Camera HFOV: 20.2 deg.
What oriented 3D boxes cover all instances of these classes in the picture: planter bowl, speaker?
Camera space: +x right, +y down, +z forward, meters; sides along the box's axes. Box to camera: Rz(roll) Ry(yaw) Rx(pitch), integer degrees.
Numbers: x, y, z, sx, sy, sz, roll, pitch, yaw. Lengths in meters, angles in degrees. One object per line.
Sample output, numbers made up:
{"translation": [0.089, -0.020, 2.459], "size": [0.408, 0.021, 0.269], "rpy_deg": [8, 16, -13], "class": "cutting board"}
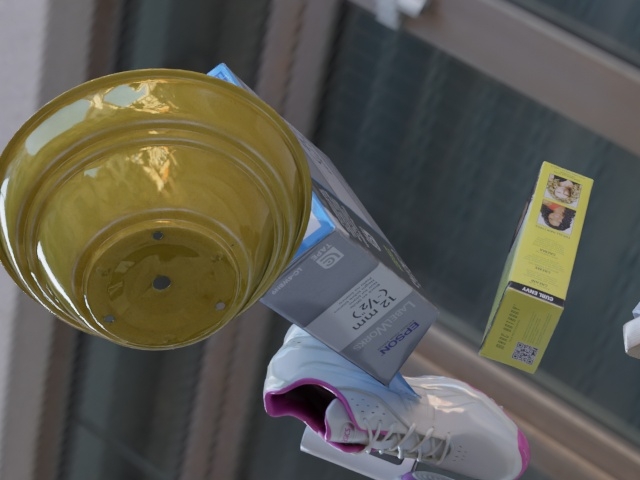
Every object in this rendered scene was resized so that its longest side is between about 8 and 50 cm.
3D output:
{"translation": [-0.106, 0.004, 1.162], "size": [0.217, 0.090, 0.217], "rpy_deg": [-5, -53, -7], "class": "planter bowl"}
{"translation": [0.047, 0.244, 2.102], "size": [0.055, 0.136, 0.055], "rpy_deg": [21, -90, -79], "class": "speaker"}

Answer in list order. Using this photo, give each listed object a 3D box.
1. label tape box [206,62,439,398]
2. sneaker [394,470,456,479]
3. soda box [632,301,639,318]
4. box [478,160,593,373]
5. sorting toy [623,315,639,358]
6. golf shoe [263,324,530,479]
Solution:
{"translation": [0.000, 0.000, 1.845], "size": [0.115, 0.249, 0.347], "rpy_deg": [-42, -36, 10], "class": "label tape box"}
{"translation": [0.114, 0.343, 1.955], "size": [0.305, 0.114, 0.152], "rpy_deg": [-38, -36, -79], "class": "sneaker"}
{"translation": [0.475, 0.030, 2.053], "size": [0.286, 0.091, 0.098], "rpy_deg": [-46, -53, -30], "class": "soda box"}
{"translation": [0.208, 0.022, 1.712], "size": [0.232, 0.058, 0.087], "rpy_deg": [-66, -4, -56], "class": "box"}
{"translation": [0.406, 0.029, 1.378], "size": [0.255, 0.089, 0.257], "rpy_deg": [17, -33, -35], "class": "sorting toy"}
{"translation": [0.076, 0.200, 1.959], "size": [0.140, 0.306, 0.115], "rpy_deg": [-49, -21, -49], "class": "golf shoe"}
